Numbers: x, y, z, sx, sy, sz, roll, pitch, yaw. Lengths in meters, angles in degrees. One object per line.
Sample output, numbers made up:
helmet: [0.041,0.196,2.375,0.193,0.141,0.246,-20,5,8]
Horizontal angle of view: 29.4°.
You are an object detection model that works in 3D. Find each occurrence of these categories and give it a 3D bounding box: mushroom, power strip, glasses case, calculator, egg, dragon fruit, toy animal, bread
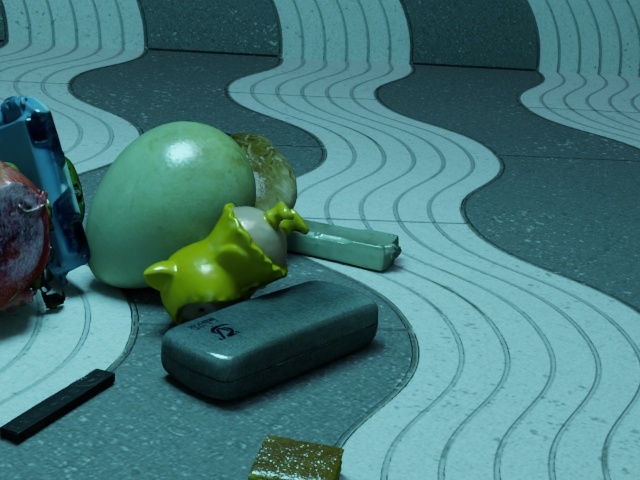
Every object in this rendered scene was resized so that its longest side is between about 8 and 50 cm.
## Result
mushroom: [-0.173,-0.076,2.037,0.278,0.146,0.278,-13,45,13]
power strip: [0.000,-0.003,2.068,0.286,0.048,0.080,12,19,20]
glasses case: [-0.060,0.128,1.645,0.131,0.074,0.323,19,24,38]
calculator: [-0.422,-0.073,1.826,0.051,0.293,0.173,-19,7,-38]
egg: [-0.234,-0.047,1.837,0.218,0.295,0.218,49,8,-9]
dragon fruit: [-0.518,-0.012,1.700,0.291,0.250,0.269,3,10,39]
toy animal: [-0.127,0.027,1.713,0.230,0.156,0.156,-33,19,8]
bread: [-0.027,0.256,1.351,0.094,0.035,0.090,8,20,7]

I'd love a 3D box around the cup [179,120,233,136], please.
cup: [-0.226,-0.158,2.398,0.113,0.150,0.138,-43,38,-18]

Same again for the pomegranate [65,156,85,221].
pomegranate: [-0.477,-0.062,1.972,0.191,0.152,0.131,-12,3,-28]

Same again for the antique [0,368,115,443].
antique: [-0.316,0.197,1.477,0.031,0.015,0.192,13,21,23]
